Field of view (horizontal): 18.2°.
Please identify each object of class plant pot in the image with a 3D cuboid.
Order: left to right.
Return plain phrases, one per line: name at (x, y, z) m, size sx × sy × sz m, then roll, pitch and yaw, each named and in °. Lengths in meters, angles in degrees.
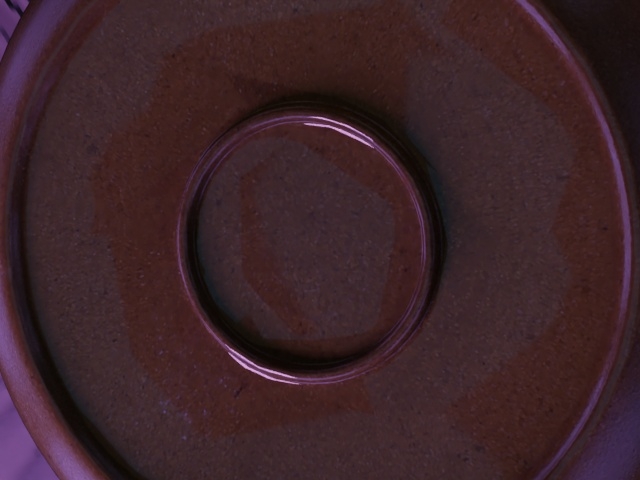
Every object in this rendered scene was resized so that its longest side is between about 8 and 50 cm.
plant pot at (0.000, 0.000, 0.555) m, size 0.236 × 0.032 × 0.236 m, roll 3°, pitch 97°, yaw 20°
